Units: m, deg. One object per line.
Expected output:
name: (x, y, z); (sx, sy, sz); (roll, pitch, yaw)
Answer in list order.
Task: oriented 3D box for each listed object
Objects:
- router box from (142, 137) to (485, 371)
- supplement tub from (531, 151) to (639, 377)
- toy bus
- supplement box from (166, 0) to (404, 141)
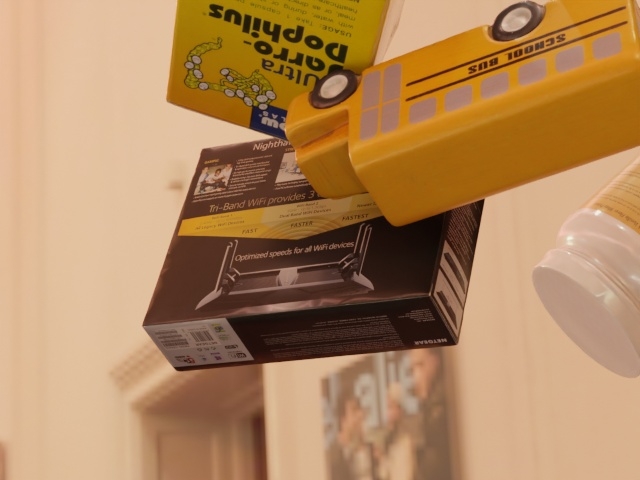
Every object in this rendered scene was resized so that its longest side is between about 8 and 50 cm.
router box: (0.000, 0.000, 1.635); (0.309, 0.243, 0.081); (-7, -43, 25)
supplement tub: (0.451, 0.004, 2.144); (0.316, 0.228, 0.228); (-41, -9, -14)
toy bus: (0.134, -0.109, 1.448); (0.333, 0.130, 0.108); (-19, -48, 20)
supplement box: (-0.012, -0.276, 1.525); (0.195, 0.194, 0.356); (18, -36, 3)
